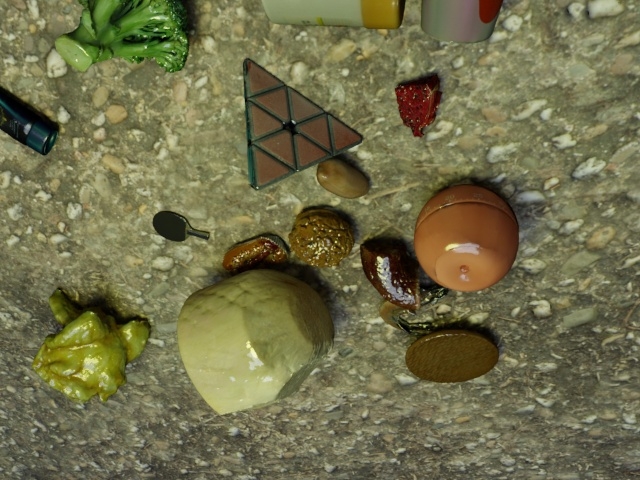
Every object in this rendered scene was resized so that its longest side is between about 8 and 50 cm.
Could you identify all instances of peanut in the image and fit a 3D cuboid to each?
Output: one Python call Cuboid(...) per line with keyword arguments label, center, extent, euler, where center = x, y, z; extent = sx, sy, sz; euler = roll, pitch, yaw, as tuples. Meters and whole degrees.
Cuboid(label="peanut", center=(0.051, -0.138, 1.359), extent=(0.152, 0.076, 0.076), euler=(26, 132, -36))

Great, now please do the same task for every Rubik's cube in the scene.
Cuboid(label="Rubik's cube", center=(-0.091, -0.213, 1.288), extent=(0.228, 0.228, 0.233), euler=(-57, 147, 1))

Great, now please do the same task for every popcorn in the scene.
Cuboid(label="popcorn", center=(-0.704, 0.321, 1.759), extent=(0.321, 0.289, 0.325), euler=(25, 147, -10))

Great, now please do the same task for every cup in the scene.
Cuboid(label="cup", center=(0.252, -0.493, 0.983), extent=(0.203, 0.203, 0.288), euler=(8, 135, 6))

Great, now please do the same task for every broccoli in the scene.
Cuboid(label="broccoli", center=(-0.381, -0.423, 1.112), extent=(0.254, 0.269, 0.268), euler=(15, 131, 21))

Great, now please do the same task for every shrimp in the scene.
Cuboid(label="shrimp", center=(0.266, 0.192, 1.588), extent=(0.219, 0.046, 0.152), euler=(-27, 117, 32))

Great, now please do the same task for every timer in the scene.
Cuboid(label="timer", center=(0.324, -0.007, 1.318), extent=(0.230, 0.214, 0.229), euler=(9, 135, 9))

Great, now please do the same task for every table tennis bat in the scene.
Cuboid(label="table tennis bat", center=(-0.373, -0.030, 1.577), extent=(0.158, 0.014, 0.095), euler=(15, 128, 3))

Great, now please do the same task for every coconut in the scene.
Cuboid(label="coconut", center=(-0.182, 0.264, 1.543), extent=(0.416, 0.344, 0.415), euler=(-16, 161, -6))

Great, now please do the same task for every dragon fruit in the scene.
Cuboid(label="dragon fruit", center=(0.219, -0.282, 1.237), extent=(0.097, 0.063, 0.131), euler=(18, 138, 42))

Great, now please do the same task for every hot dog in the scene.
Cuboid(label="hot dog", center=(-0.176, 0.045, 1.567), extent=(0.191, 0.059, 0.108), euler=(-26, 123, 26))

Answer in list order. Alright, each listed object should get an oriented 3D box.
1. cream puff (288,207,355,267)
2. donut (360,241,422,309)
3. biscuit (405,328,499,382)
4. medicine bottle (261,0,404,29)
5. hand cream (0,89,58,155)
Cuboid(label="cream puff", center=(0.000, 0.000, 1.453), extent=(0.165, 0.115, 0.150), euler=(-11, 122, 19))
Cuboid(label="donut", center=(0.181, 0.096, 1.463), extent=(0.144, 0.126, 0.186), euler=(-8, 100, 2))
Cuboid(label="biscuit", center=(0.365, 0.323, 1.653), extent=(0.262, 0.037, 0.261), euler=(1, 138, 1))
Cuboid(label="medicine bottle", center=(0.030, -0.483, 0.994), extent=(0.232, 0.237, 0.237), euler=(6, 128, 11))
Cuboid(label="hand cream", center=(-0.767, -0.313, 1.425), extent=(0.271, 0.061, 0.120), euler=(35, 132, -5))
